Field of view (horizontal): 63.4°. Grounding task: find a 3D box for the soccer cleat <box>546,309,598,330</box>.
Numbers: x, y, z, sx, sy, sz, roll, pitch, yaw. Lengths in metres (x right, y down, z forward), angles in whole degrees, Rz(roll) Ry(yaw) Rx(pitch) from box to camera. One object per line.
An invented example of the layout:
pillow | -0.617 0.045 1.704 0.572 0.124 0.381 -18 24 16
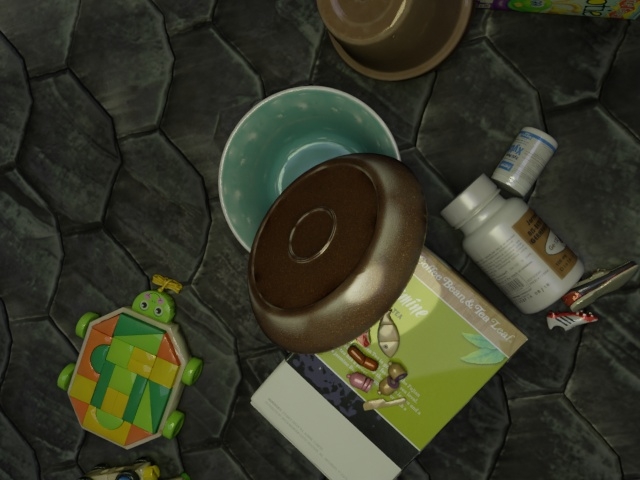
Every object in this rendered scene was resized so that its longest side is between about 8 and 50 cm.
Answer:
soccer cleat | 0.447 0.144 0.923 0.083 0.029 0.035 -1 100 13

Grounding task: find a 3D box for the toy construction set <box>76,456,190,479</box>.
toy construction set | -0.388 0.558 1.026 0.328 0.151 0.215 -14 90 -1

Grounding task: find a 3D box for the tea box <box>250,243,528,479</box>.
tea box | 0.108 0.167 0.828 0.220 0.329 0.323 42 97 6

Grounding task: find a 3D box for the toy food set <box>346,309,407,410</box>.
toy food set | 0.067 0.154 0.657 0.078 0.019 0.122 -14 89 10

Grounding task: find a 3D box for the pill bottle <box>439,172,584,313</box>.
pill bottle | 0.320 0.001 0.886 0.131 0.131 0.229 -43 85 8

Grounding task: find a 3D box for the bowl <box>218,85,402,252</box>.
bowl | -0.007 -0.098 0.923 0.311 0.163 0.311 0 91 10

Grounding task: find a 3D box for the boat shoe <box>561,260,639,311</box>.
boat shoe | 0.486 0.073 0.905 0.137 0.049 0.043 -34 46 10

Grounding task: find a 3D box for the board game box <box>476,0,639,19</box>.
board game box | 0.411 -0.468 0.850 0.275 0.142 0.144 9 93 10

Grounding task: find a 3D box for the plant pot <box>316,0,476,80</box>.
plant pot | 0.100 -0.388 0.828 0.263 0.229 0.263 8 109 22

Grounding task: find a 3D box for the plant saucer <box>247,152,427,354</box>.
plant saucer | 0.000 0.000 0.719 0.310 0.050 0.310 -26 47 31

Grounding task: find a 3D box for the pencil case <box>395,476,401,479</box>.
pencil case | 0.134 0.519 0.953 0.104 0.104 0.236 -30 86 9

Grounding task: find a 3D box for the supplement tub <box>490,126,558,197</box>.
supplement tub | 0.356 -0.137 0.906 0.071 0.071 0.107 33 96 7

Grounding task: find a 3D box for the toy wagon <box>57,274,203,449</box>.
toy wagon | -0.375 0.235 1.044 0.267 0.068 0.344 21 95 8
